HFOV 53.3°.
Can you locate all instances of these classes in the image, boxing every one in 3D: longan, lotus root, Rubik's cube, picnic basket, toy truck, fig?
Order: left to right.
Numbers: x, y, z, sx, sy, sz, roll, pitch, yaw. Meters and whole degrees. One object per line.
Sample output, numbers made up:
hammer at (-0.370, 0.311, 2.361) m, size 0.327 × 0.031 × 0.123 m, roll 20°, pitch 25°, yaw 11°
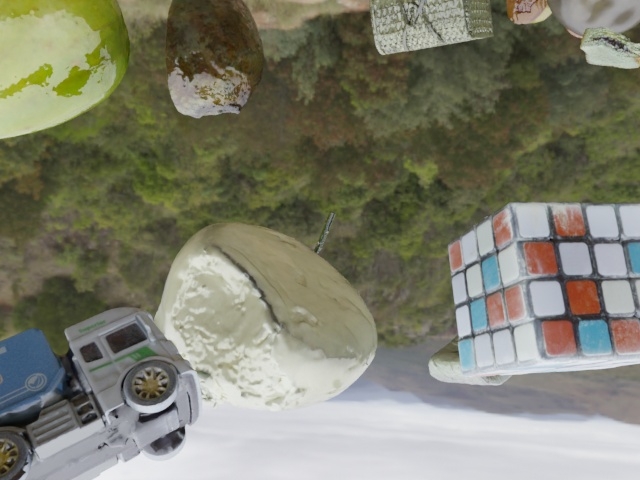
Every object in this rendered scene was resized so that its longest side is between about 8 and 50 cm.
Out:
toy truck at (-0.318, 0.206, 0.683) m, size 0.367 × 0.175 × 0.146 m, roll -22°, pitch 145°, yaw -25°
fig at (-0.460, -0.294, 0.990) m, size 0.258 × 0.326 × 0.258 m, roll 43°, pitch 168°, yaw 12°
lotus root at (-0.240, -0.441, 1.426) m, size 0.210 × 0.314 × 0.142 m, roll -9°, pitch 156°, yaw 2°
picnic basket at (0.213, -0.442, 1.239) m, size 0.196 × 0.134 × 0.154 m, roll 2°, pitch -164°, yaw 36°
Rubik's cube at (0.389, 0.090, 1.074) m, size 0.256 × 0.253 × 0.259 m, roll 0°, pitch 165°, yaw -14°
longan at (0.545, -0.488, 1.229) m, size 0.213 × 0.198 × 0.198 m, roll 13°, pitch 164°, yaw -9°

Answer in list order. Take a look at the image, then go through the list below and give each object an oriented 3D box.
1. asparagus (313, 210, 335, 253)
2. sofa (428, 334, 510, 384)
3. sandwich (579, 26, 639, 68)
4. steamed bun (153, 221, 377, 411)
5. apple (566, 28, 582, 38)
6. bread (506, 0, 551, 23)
asparagus at (0.000, 0.000, 1.292) m, size 0.018 × 0.127 × 0.015 m, roll 23°, pitch -176°, yaw -7°
sofa at (0.329, 0.179, 1.337) m, size 0.225 × 0.176 × 0.210 m, roll -38°, pitch -174°, yaw -21°
sandwich at (0.507, -0.331, 1.103) m, size 0.105 × 0.035 × 0.093 m, roll 22°, pitch -178°, yaw 32°
steamed bun at (-0.086, 0.139, 1.019) m, size 0.312 × 0.334 × 0.233 m, roll 12°, pitch 122°, yaw -51°
apple at (0.695, -0.592, 1.658) m, size 0.126 × 0.102 × 0.126 m, roll 36°, pitch 168°, yaw 9°
bread at (0.582, -0.657, 1.744) m, size 0.086 × 0.125 × 0.156 m, roll -9°, pitch 165°, yaw -30°
